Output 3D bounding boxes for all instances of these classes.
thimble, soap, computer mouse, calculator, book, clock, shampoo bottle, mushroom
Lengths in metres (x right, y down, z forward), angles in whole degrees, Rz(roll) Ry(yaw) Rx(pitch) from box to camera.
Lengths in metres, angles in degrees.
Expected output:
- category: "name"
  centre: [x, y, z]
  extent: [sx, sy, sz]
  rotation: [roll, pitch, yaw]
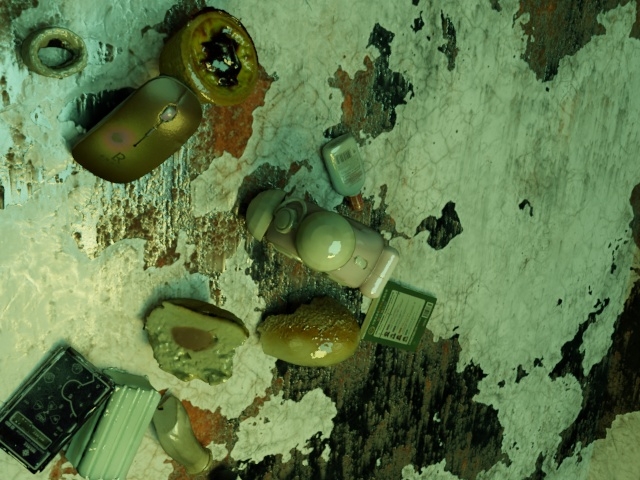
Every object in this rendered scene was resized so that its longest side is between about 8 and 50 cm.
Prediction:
- category: "thimble"
  centre: [-0.539, -0.380, 1.417]
  extent: [0.115, 0.090, 0.102]
  rotation: [2, 102, -35]
- category: "soap"
  centre: [-0.515, 0.457, 1.742]
  extent: [0.150, 0.094, 0.261]
  rotation: [24, 90, -44]
- category: "computer mouse"
  centre: [-0.393, -0.226, 1.497]
  extent: [0.310, 0.072, 0.158]
  rotation: [-33, 133, 21]
- category: "calculator"
  centre: [-0.625, 0.390, 1.626]
  extent: [0.166, 0.028, 0.274]
  rotation: [42, 82, -9]
- category: "book"
  centre: [0.254, 0.248, 2.264]
  extent: [0.264, 0.027, 0.202]
  rotation: [19, 95, -40]
- category: "clock"
  centre: [0.000, 0.000, 1.799]
  extent: [0.326, 0.342, 0.184]
  rotation: [25, 85, -47]
- category: "shampoo bottle"
  centre: [0.077, -0.183, 1.962]
  extent: [0.108, 0.051, 0.221]
  rotation: [-35, 124, -23]
- category: "mushroom"
  centre: [-0.374, 0.530, 1.867]
  extent: [0.096, 0.108, 0.247]
  rotation: [-14, 120, 14]

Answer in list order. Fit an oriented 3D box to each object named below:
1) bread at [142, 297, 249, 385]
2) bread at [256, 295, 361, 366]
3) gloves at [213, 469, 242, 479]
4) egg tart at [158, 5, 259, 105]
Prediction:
- category: "bread"
  centre: [-0.326, 0.244, 1.729]
  extent: [0.211, 0.224, 0.183]
  rotation: [18, 90, -31]
- category: "bread"
  centre: [-0.005, 0.265, 1.975]
  extent: [0.314, 0.192, 0.171]
  rotation: [-2, 109, -36]
- category: "gloves"
  centre: [-0.243, 0.755, 2.043]
  extent: [0.119, 0.097, 0.229]
  rotation: [-31, 118, -19]
- category: "egg tart"
  centre: [-0.253, -0.392, 1.544]
  extent: [0.215, 0.171, 0.215]
  rotation: [5, 84, -48]
